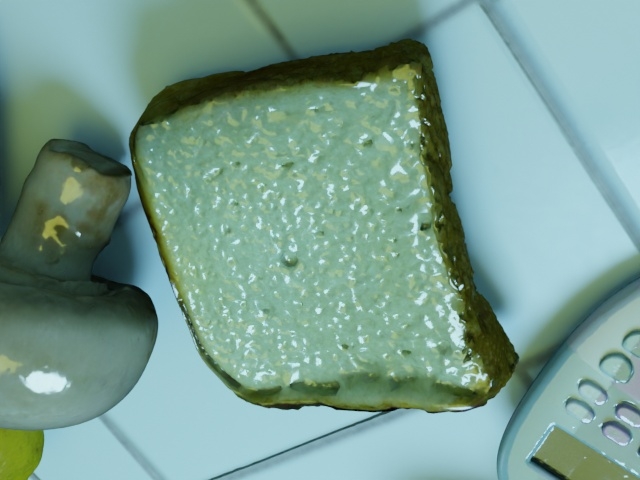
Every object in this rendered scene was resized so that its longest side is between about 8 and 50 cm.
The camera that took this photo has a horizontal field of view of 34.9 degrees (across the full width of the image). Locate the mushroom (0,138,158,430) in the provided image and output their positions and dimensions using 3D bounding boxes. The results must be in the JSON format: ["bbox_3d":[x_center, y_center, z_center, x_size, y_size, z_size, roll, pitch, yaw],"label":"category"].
[{"bbox_3d":[-0.216,0.042,0.734,0.206,0.206,0.209,13,123,11],"label":"mushroom"}]

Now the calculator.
[{"bbox_3d":[0.230,0.146,0.708,0.185,0.041,0.299,31,115,9],"label":"calculator"}]

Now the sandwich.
[{"bbox_3d":[0.000,0.000,0.697,0.226,0.087,0.251,-8,115,21],"label":"sandwich"}]

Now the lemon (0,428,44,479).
[{"bbox_3d":[-0.302,0.169,0.895,0.109,0.109,0.133,-14,107,26],"label":"lemon"}]
